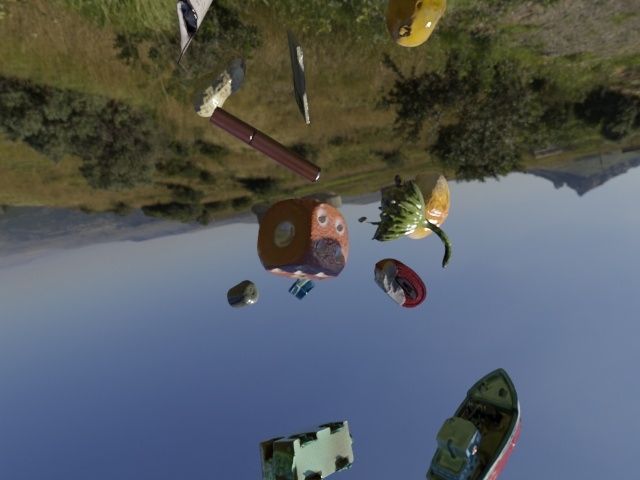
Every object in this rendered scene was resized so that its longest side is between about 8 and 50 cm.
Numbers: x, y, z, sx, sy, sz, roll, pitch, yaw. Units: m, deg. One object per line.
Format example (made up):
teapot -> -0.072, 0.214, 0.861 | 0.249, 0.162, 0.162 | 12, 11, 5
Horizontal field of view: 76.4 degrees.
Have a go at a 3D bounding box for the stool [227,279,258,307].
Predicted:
stool -> -0.300, 0.209, 1.559 | 0.110, 0.096, 0.096 | -26, 178, 33

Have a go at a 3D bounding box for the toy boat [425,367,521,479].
toy boat -> 0.372, 0.438, 0.961 | 0.332, 0.133, 0.145 | -40, -157, -33

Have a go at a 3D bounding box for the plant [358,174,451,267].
plant -> 0.336, -0.077, 1.414 | 0.334, 0.251, 0.180 | 16, -147, -19

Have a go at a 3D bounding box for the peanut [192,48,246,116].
peanut -> -0.389, -0.605, 1.560 | 0.298, 0.136, 0.120 | -37, -179, 26

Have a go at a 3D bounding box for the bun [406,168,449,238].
bun -> 0.442, -0.136, 1.661 | 0.165, 0.298, 0.299 | 26, -160, 17

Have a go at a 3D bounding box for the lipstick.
lipstick -> -0.158, -0.282, 1.212 | 0.357, 0.057, 0.057 | 29, 175, -15

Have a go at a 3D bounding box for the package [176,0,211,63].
package -> -0.343, -0.642, 1.138 | 0.062, 0.203, 0.251 | 23, 153, -15

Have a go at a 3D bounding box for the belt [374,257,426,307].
belt -> 0.289, 0.154, 1.463 | 0.128, 0.201, 0.124 | -47, -165, 1

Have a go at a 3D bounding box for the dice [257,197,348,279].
dice -> -0.039, 0.001, 1.027 | 0.175, 0.173, 0.179 | -11, 160, 37

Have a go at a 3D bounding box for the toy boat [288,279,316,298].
toy boat -> -0.066, 0.174, 1.508 | 0.096, 0.062, 0.299 | -45, 175, -3

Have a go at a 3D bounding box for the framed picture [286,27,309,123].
framed picture -> -0.098, -0.723, 1.796 | 0.022, 0.334, 0.247 | -13, -136, -6

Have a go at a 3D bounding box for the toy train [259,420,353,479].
toy train -> -0.026, 0.578, 1.106 | 0.160, 0.129, 0.326 | -16, 161, 29

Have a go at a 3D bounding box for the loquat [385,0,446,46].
loquat -> 0.297, -0.721, 1.275 | 0.187, 0.176, 0.234 | -15, -136, 62
